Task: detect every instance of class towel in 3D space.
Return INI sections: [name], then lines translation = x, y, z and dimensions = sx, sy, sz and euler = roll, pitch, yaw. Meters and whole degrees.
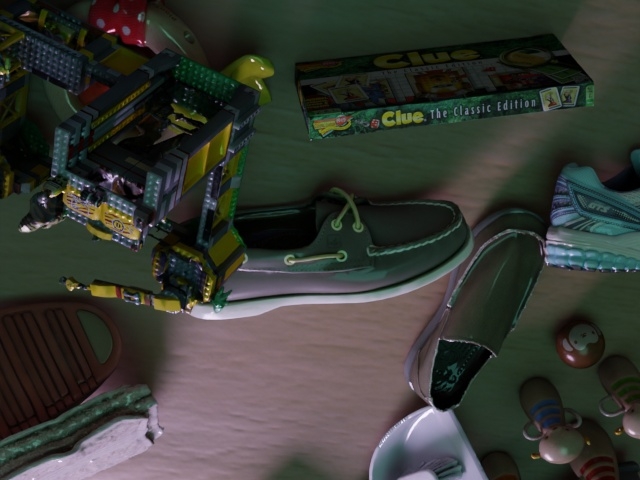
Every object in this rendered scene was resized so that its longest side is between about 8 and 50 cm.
[towel]
translation = -0.293, 0.233, 1.324
dimensions = 0.282, 0.049, 0.187
euler = -24, 164, -12

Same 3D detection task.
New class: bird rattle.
[bird rattle]
translation = -0.168, -0.160, 1.181
dimensions = 0.207, 0.143, 0.253
euler = -28, 117, 27

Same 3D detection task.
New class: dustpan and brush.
[dustpan and brush]
translation = 0.089, 0.285, 1.482
dimensions = 0.211, 0.060, 0.147
euler = -33, 82, 45

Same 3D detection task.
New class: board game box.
[board game box]
translation = 0.110, -0.146, 1.214
dimensions = 0.259, 0.136, 0.030
euler = -7, 116, -4

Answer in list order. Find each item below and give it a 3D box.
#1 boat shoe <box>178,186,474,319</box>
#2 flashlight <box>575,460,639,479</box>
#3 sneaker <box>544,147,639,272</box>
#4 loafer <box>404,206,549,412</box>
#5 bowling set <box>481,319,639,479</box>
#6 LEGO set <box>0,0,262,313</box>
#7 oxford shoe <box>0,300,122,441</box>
[boat shoe]
translation = 0.000, 0.003, 1.297
dimensions = 0.305, 0.109, 0.091
euler = -10, 125, 3
[flashlight]
translation = 0.231, 0.333, 1.522
dimensions = 0.304, 0.103, 0.103
euler = -10, 96, 4
[sneaker]
translation = 0.366, -0.034, 1.328
dimensions = 0.283, 0.110, 0.122
euler = -3, 96, -18
[loafer]
translation = 0.173, 0.082, 1.375
dimensions = 0.094, 0.087, 0.251
euler = 16, 116, -16
[bowling set]
translation = 0.293, 0.205, 1.422
dimensions = 0.287, 0.154, 0.200
euler = -21, 120, 4
[LEGO set]
translation = -0.215, -0.054, 1.100
dimensions = 0.331, 0.192, 0.255
euler = 33, 130, 8
[oxford shoe]
translation = -0.384, 0.186, 1.360
dimensions = 0.397, 0.140, 0.146
euler = -25, 158, -3
